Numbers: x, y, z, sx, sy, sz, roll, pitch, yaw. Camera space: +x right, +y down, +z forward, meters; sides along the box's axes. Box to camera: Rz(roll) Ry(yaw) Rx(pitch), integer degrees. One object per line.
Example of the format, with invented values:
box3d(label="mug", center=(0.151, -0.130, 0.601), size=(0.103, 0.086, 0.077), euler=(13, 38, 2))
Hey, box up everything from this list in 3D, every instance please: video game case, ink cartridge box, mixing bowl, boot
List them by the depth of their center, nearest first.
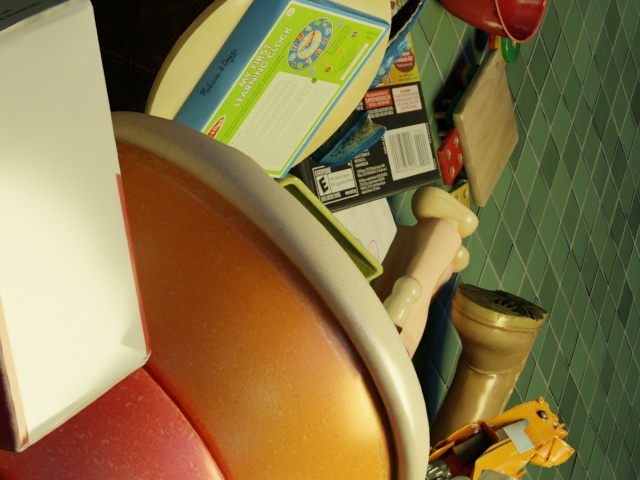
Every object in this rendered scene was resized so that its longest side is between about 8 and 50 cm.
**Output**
box3d(label="ink cartridge box", center=(-0.240, -0.020, 0.822), size=(0.114, 0.273, 0.197), euler=(-36, 125, -51))
box3d(label="video game case", center=(0.020, -0.158, 1.500), size=(0.275, 0.035, 0.248), euler=(-18, 97, -60))
box3d(label="boot", center=(0.155, 0.188, 1.721), size=(0.269, 0.089, 0.236), euler=(-67, 157, 4))
box3d(label="mixing bowl", center=(0.178, -0.309, 1.768), size=(0.181, 0.098, 0.181), euler=(-15, 106, -62))

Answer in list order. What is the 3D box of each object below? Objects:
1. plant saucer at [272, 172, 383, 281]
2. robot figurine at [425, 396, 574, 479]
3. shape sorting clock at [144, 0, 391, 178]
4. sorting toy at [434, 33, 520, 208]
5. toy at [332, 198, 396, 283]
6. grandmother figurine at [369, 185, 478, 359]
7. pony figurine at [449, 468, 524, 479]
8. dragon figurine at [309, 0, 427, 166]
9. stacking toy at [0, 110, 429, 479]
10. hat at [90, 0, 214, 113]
box3d(label="plant saucer", center=(-0.069, 0.017, 1.299), size=(0.188, 0.188, 0.045), euler=(45, 19, -56))
box3d(label="robot figurine", center=(0.104, 0.261, 1.571), size=(0.291, 0.085, 0.211), euler=(-25, 157, -31))
box3d(label="shape sorting clock", center=(-0.036, -0.114, 1.121), size=(0.206, 0.040, 0.206), euler=(-33, 152, -20))
box3d(label="sorting toy", center=(0.173, -0.125, 1.841), size=(0.274, 0.046, 0.132), euler=(-59, 143, -41))
box3d(label="toy", center=(0.000, 0.000, 1.511), size=(0.237, 0.056, 0.137), euler=(-62, 141, -52))
box3d(label="grandmother figurine", center=(0.055, 0.115, 1.601), size=(0.208, 0.104, 0.342), euler=(85, 28, -48))
box3d(label="pony figurine", center=(-0.030, 0.301, 1.326), size=(0.351, 0.303, 0.363), euler=(-46, 149, -39))
box3d(label="dragon figurine", center=(0.006, -0.116, 1.279), size=(0.085, 0.289, 0.144), euler=(37, 52, -23))
box3d(label="stacking toy", center=(-0.197, 0.176, 0.995), size=(0.480, 0.350, 0.351), euler=(-41, 132, -29))
box3d(label="hat", center=(-0.084, -0.159, 1.179), size=(0.331, 0.134, 0.331), euler=(-45, 147, -41))
